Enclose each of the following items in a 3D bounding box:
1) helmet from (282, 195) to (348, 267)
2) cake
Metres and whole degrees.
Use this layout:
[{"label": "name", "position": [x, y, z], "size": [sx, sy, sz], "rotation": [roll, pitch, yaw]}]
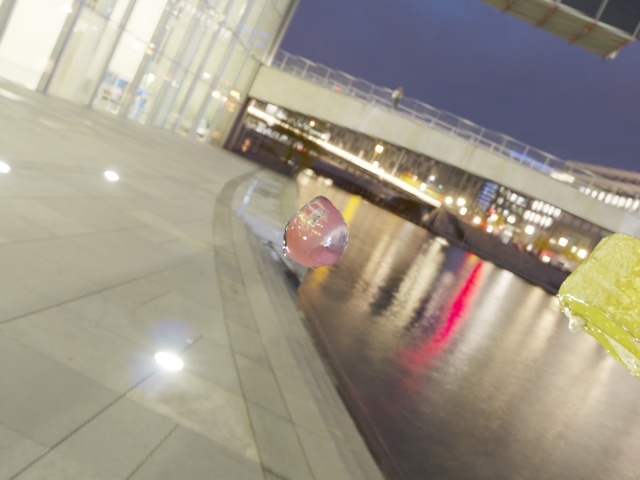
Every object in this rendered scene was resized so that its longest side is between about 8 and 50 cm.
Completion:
[{"label": "helmet", "position": [0.001, 0.001, 0.670], "size": [0.049, 0.065, 0.084], "rotation": [41, -18, 20]}, {"label": "cake", "position": [0.469, 0.117, 0.989], "size": [0.260, 0.156, 0.179], "rotation": [40, 1, 14]}]
